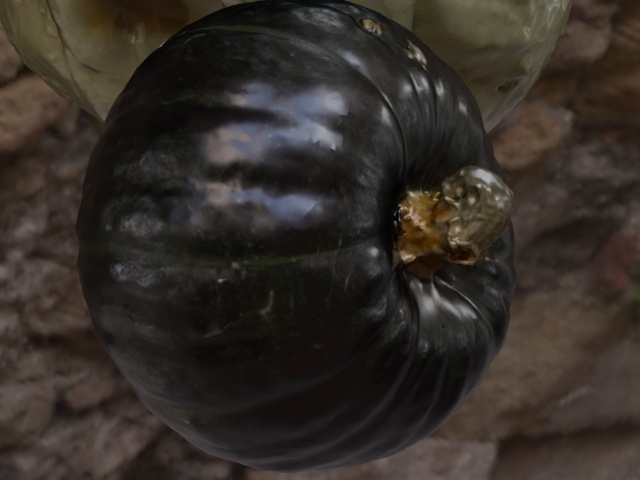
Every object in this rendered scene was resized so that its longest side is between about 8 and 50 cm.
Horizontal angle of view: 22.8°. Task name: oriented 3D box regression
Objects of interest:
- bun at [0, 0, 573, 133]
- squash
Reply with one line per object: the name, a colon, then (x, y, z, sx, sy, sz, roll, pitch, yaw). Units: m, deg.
bun: (-0.043, -0.166, 0.807, 0.364, 0.364, 0.202, 25, 40, 2)
squash: (-0.005, 0.001, 0.618, 0.156, 0.193, 0.193, 20, 26, 20)
